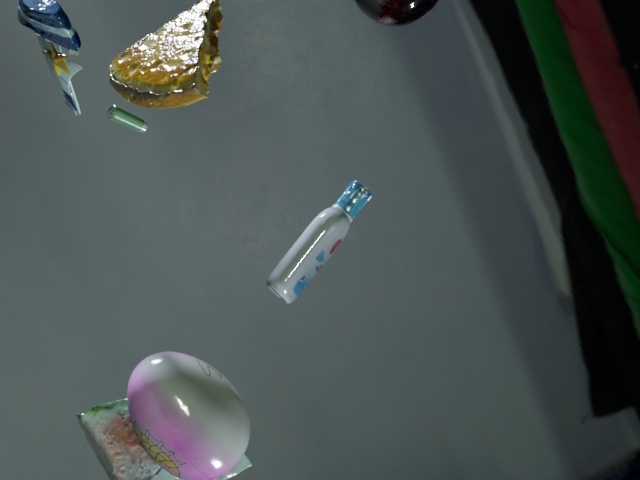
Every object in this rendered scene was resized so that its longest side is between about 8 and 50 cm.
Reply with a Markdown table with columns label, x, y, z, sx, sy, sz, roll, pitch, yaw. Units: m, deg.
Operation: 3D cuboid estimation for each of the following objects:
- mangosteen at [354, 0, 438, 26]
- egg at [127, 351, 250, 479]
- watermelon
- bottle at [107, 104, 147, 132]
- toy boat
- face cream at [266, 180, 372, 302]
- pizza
| label | x | y | z | sx | sy | sz | roll | pitch | yaw |
| --- | --- | --- | --- | --- | --- | --- | --- | --- | --- |
| mangosteen | 0.133 | -0.541 | 1.571 | 0.250 | 0.211 | 0.211 | 43 | 5 | -24 |
| egg | -0.238 | 0.310 | 1.452 | 0.271 | 0.196 | 0.196 | 64 | -3 | -20 |
| watermelon | -0.346 | 0.473 | 1.688 | 0.228 | 0.388 | 0.258 | 73 | 23 | -56 |
| bottle | -0.394 | -0.248 | 1.656 | 0.083 | 0.030 | 0.030 | 24 | 27 | -43 |
| toy boat | -0.571 | -0.398 | 1.776 | 0.220 | 0.067 | 0.291 | 34 | -29 | 29 |
| face cream | 0.000 | 0.000 | 1.961 | 0.080 | 0.336 | 0.163 | 37 | -9 | 13 |
| pizza | -0.376 | -0.529 | 2.287 | 0.440 | 0.406 | 0.130 | 19 | -24 | 41 |
